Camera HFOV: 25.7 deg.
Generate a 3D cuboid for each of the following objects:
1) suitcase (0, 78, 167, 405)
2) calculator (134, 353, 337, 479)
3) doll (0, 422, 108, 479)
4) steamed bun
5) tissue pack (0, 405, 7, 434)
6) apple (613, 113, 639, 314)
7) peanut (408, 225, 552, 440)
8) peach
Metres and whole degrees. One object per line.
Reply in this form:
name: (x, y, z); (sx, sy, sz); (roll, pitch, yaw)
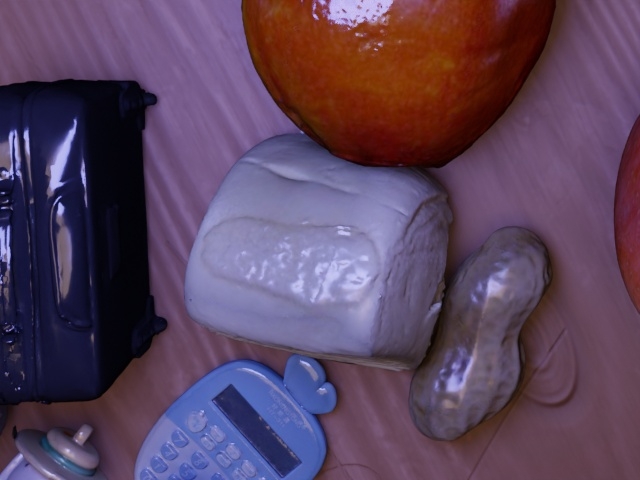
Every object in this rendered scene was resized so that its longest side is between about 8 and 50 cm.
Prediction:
suitcase: (-0.290, -0.006, 1.573); (0.188, 0.339, 0.345); (1, 100, 3)
calculator: (-0.102, 0.255, 1.748); (0.302, 0.042, 0.188); (-40, 92, 13)
doll: (-0.381, 0.351, 1.761); (0.144, 0.208, 0.271); (37, 139, -1)
steamed bun: (0.000, 0.000, 1.596); (0.290, 0.273, 0.272); (5, 83, 11)
tissue pack: (-0.532, 0.100, 1.657); (0.277, 0.267, 0.387); (2, 102, 9)
apple: (0.478, -0.032, 1.467); (0.364, 0.364, 0.364); (1, 101, 7)
peanut: (0.193, 0.114, 1.648); (0.125, 0.111, 0.274); (21, 103, -2)
peach: (0.083, -0.254, 1.497); (0.290, 0.372, 0.373); (23, 104, 33)
